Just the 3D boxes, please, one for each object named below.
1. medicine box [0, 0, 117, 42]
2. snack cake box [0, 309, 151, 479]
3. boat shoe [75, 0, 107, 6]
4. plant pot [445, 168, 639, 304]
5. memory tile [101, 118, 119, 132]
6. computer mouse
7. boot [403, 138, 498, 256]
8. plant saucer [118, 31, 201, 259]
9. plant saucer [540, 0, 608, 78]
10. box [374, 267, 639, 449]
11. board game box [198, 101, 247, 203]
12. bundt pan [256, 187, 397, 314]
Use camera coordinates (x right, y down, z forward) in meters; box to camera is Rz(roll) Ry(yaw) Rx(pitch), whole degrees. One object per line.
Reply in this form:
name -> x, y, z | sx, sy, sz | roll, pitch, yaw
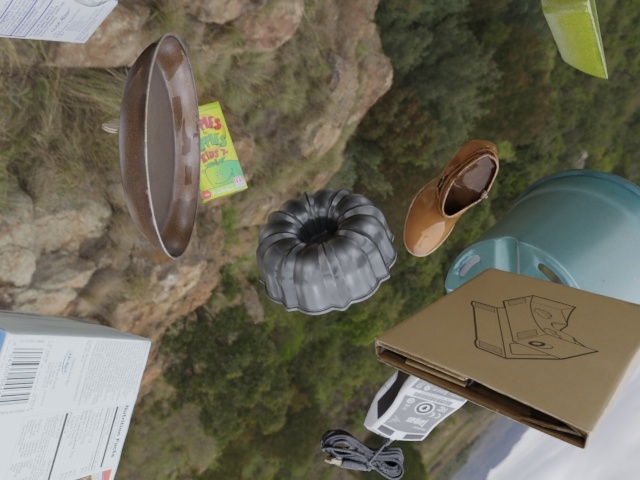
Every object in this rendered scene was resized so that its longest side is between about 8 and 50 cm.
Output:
medicine box -> -0.613, -0.559, 1.050 | 0.149, 0.264, 0.289 | -30, -179, 29
snack cake box -> -0.231, 0.186, 0.371 | 0.152, 0.089, 0.265 | 40, 62, -70
boat shoe -> -0.416, -0.475, 0.708 | 0.335, 0.121, 0.119 | 31, 144, -28
plant pot -> 0.425, 0.069, 0.968 | 0.334, 0.341, 0.341 | -23, 148, -42
memory tile -> -0.424, -0.249, 1.229 | 0.147, 0.113, 0.012 | 19, 110, -10
computer mouse -> 0.082, 0.166, 0.515 | 0.105, 0.042, 0.193 | 22, 122, -19
boot -> 0.167, -0.047, 0.702 | 0.197, 0.072, 0.152 | -64, 178, 19
plant saucer -> -0.222, -0.129, 0.746 | 0.050, 0.311, 0.311 | 2, 144, -1
plant saucer -> 0.277, -0.295, 0.592 | 0.045, 0.189, 0.188 | -10, 168, 32
box -> 0.170, 0.078, 0.436 | 0.201, 0.164, 0.021 | -20, 116, -43
board game box -> -0.221, -0.176, 1.055 | 0.092, 0.182, 0.043 | -20, -177, -18
bundt pan -> 0.000, 0.000, 1.181 | 0.330, 0.331, 0.124 | -33, 134, -14
